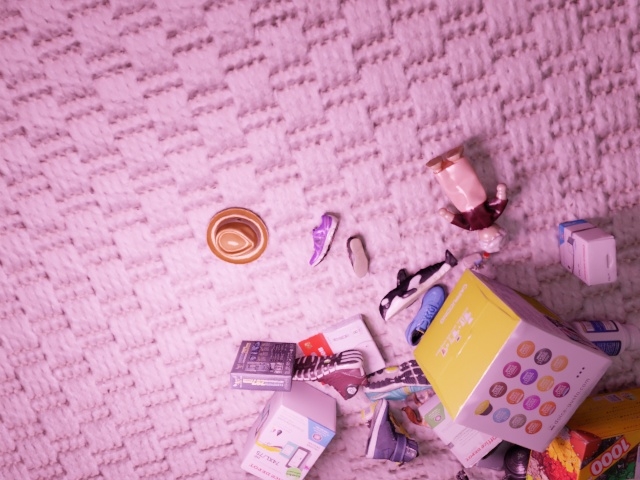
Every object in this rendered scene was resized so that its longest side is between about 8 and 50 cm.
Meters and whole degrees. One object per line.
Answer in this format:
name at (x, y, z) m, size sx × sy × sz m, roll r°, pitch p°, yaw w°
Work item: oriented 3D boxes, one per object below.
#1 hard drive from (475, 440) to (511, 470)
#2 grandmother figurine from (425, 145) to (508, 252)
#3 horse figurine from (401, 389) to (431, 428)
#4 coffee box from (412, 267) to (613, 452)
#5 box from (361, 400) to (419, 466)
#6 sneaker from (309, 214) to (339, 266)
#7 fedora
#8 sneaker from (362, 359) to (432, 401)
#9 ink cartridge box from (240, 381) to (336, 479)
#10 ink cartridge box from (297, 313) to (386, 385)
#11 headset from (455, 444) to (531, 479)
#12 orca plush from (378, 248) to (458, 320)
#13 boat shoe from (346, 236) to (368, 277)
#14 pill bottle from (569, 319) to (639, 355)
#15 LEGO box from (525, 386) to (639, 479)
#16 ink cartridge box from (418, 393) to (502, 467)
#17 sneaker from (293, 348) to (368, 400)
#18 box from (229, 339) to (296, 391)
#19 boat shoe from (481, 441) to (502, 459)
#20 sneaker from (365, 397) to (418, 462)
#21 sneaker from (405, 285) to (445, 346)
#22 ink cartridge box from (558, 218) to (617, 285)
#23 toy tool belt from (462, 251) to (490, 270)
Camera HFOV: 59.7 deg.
hard drive at (0.598, 0.728, 1.928) m, size 0.094 × 0.022 × 0.135 m, roll 12°, pitch 107°, yaw -3°
grandmother figurine at (0.456, -0.109, 1.646) m, size 0.207 × 0.104 × 0.342 m, roll -21°, pitch 110°, yaw 35°
horse figurine at (0.402, 0.567, 1.862) m, size 0.263 × 0.066 × 0.175 m, roll -11°, pitch 100°, yaw 2°
coffee box at (0.530, 0.337, 1.619) m, size 0.334 × 0.338 × 0.338 m, roll 24°, pitch 105°, yaw -19°
box at (0.236, 0.655, 1.894) m, size 0.087 × 0.058 × 0.232 m, roll -35°, pitch 104°, yaw 10°
sneaker at (0.000, 0.000, 1.710) m, size 0.071 × 0.068 × 0.170 m, roll 23°, pitch 98°, yaw 10°
fedora at (-0.257, -0.002, 1.695) m, size 0.194 × 0.079 × 0.194 m, roll 0°, pitch 107°, yaw 0°
sneaker at (0.274, 0.468, 1.832) m, size 0.275 × 0.107 × 0.110 m, roll -11°, pitch 126°, yaw 9°
ink cartridge box at (-0.101, 0.626, 1.818) m, size 0.198 × 0.197 × 0.270 m, roll 30°, pitch 105°, yaw -7°
ink cartridge box at (0.070, 0.369, 1.815) m, size 0.232 × 0.066 × 0.189 m, roll -27°, pitch 104°, yaw 5°
headset at (0.670, 0.794, 1.891) m, size 0.394 × 0.185 × 0.243 m, roll -11°, pitch 109°, yaw -18°
orca plush at (0.279, 0.119, 1.713) m, size 0.287 × 0.151 × 0.102 m, roll -45°, pitch 70°, yaw 15°
boat shoe at (0.113, 0.052, 1.726) m, size 0.049 × 0.042 × 0.133 m, roll -21°, pitch 108°, yaw -19°
pill bottle at (0.889, 0.307, 1.750) m, size 0.186 × 0.112 × 0.112 m, roll -2°, pitch 107°, yaw 2°
LEGO box at (0.909, 0.687, 1.738) m, size 0.500 × 0.193 × 0.373 m, roll -3°, pitch 108°, yaw -20°
ink cartridge box at (0.448, 0.584, 1.784) m, size 0.160 × 0.092 × 0.219 m, roll -40°, pitch 92°, yaw 1°
sneaker at (0.023, 0.454, 1.795) m, size 0.281 × 0.106 × 0.163 m, roll -13°, pitch 113°, yaw 23°
box at (-0.172, 0.385, 1.729) m, size 0.183 × 0.233 × 0.059 m, roll 3°, pitch 104°, yaw 0°
boat shoe at (0.589, 0.634, 1.858) m, size 0.080 × 0.073 × 0.224 m, roll 32°, pitch 93°, yaw -3°
sneaker at (0.243, 0.619, 1.803) m, size 0.163 × 0.086 × 0.226 m, roll 10°, pitch 112°, yaw 5°
sneaker at (0.336, 0.243, 1.758) m, size 0.069 × 0.082 × 0.209 m, roll 27°, pitch 104°, yaw -5°
ink cartridge box at (0.776, 0.032, 1.628) m, size 0.082 × 0.191 × 0.140 m, roll -10°, pitch 106°, yaw 4°
toy tool belt at (0.484, 0.067, 1.724) m, size 0.083 × 0.052 × 0.051 m, roll -18°, pitch 137°, yaw 10°
